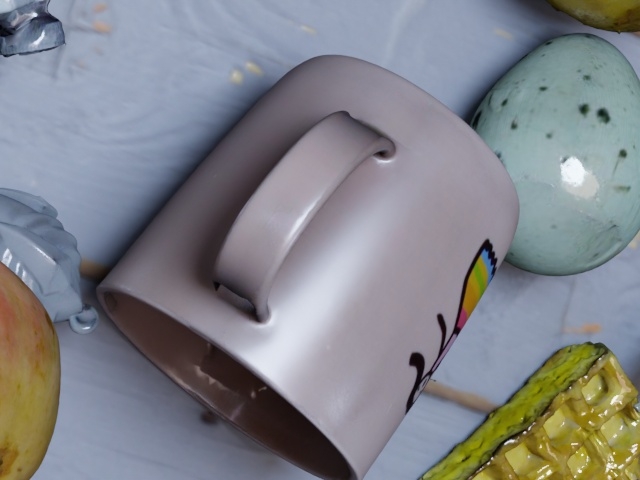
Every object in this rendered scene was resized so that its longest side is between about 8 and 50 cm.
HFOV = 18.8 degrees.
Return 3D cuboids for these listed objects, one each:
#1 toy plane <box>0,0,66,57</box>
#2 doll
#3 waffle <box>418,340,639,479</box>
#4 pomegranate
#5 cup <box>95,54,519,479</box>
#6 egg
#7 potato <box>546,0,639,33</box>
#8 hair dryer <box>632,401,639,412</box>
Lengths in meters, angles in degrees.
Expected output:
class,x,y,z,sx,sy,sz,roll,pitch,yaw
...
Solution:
class,x,y,z,sx,sy,sz,roll,pitch,yaw
toy plane,-0.192,-0.141,1.014,0.101,0.255,0.251,-10,100,-7
doll,-0.203,-0.004,1.123,0.180,0.079,0.094,38,58,-11
waffle,0.186,0.196,1.331,0.160,0.055,0.211,-41,110,-17
pomegranate,-0.232,0.069,1.019,0.191,0.191,0.191,-3,96,-25
cup,0.000,0.000,1.125,0.191,0.253,0.200,33,75,14
egg,0.160,-0.057,1.257,0.131,0.131,0.164,31,74,-24
potato,0.257,-0.268,1.278,0.369,0.176,0.195,-28,67,-29
hair dryer,0.273,0.034,1.334,0.124,0.071,0.219,49,65,-20
